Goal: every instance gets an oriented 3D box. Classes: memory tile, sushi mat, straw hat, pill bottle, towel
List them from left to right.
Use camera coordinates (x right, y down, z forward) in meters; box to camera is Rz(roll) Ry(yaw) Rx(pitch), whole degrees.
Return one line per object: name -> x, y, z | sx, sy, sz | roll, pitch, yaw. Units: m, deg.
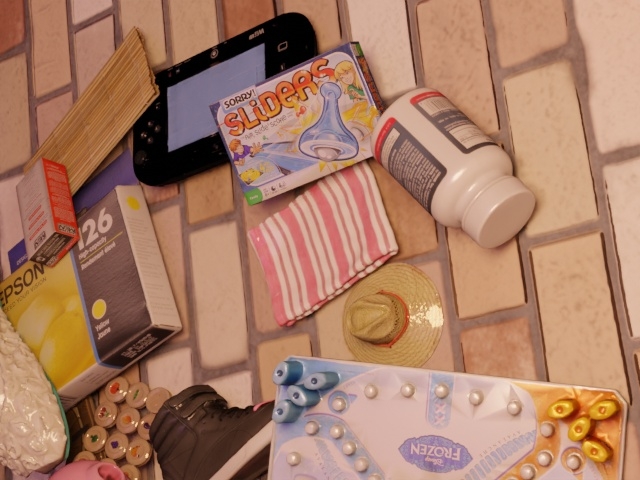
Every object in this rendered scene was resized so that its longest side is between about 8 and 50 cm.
sushi mat -> -0.336, -0.155, 1.744 | 0.316, 0.019, 0.151 | -45, 43, 27
memory tile -> -0.267, 0.259, 1.625 | 0.113, 0.012, 0.148 | 11, 69, 29
towel -> 0.000, 0.000, 1.480 | 0.197, 0.029, 0.144 | -36, 59, 28
straw hat -> 0.066, 0.091, 1.402 | 0.144, 0.061, 0.144 | -7, 78, 37
pill bottle -> 0.148, -0.077, 1.335 | 0.108, 0.108, 0.180 | -54, 56, 19

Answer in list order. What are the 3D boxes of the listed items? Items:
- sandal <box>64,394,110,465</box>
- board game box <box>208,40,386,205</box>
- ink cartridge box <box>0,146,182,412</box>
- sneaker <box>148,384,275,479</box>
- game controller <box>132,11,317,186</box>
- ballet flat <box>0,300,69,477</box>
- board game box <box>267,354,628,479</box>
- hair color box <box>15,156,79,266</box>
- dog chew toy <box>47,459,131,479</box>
sandal -> -0.320, 0.288, 1.683 | 0.072, 0.049, 0.180 | -36, 48, 22
board game box -> -0.021, -0.139, 1.458 | 0.201, 0.035, 0.136 | -22, 91, 22
ink cartridge box -> -0.351, 0.064, 1.710 | 0.303, 0.072, 0.307 | -36, 60, 28
sneaker -> -0.113, 0.222, 1.491 | 0.296, 0.104, 0.147 | -43, 65, 30
game controller -> -0.130, -0.183, 1.592 | 0.319, 0.067, 0.166 | -18, 72, 34
ballet flat -> -0.482, 0.166, 1.664 | 0.147, 0.147, 0.409 | -53, 51, 19
board game box -> 0.110, 0.332, 1.274 | 0.390, 0.050, 0.390 | 4, 85, 22
hair color box -> -0.386, -0.040, 1.702 | 0.072, 0.043, 0.141 | -42, 48, 29
dog chew toy -> -0.336, 0.418, 1.556 | 0.206, 0.206, 0.332 | 46, 119, 33
